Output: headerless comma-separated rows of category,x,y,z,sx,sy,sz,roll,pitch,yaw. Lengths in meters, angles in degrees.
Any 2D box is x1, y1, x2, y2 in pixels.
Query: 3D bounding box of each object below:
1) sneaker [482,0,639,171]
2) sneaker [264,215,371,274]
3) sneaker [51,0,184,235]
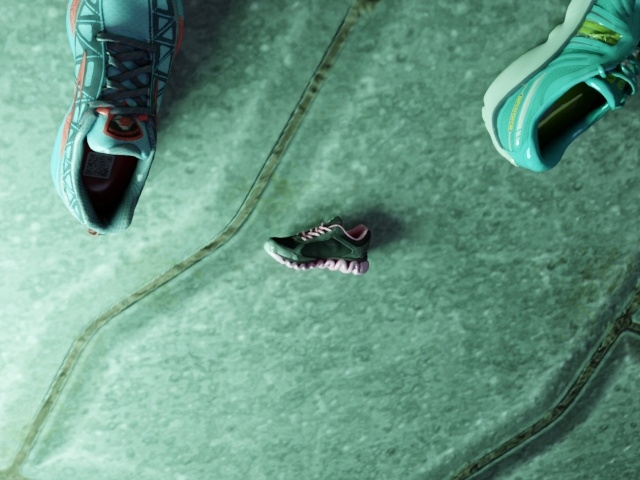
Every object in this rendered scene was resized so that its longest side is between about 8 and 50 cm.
sneaker,0.280,-0.174,1.299,0.107,0.110,0.275,34,105,-32
sneaker,0.000,0.000,1.355,0.119,0.047,0.057,5,113,-30
sneaker,-0.167,-0.121,1.169,0.104,0.125,0.262,1,120,-20
